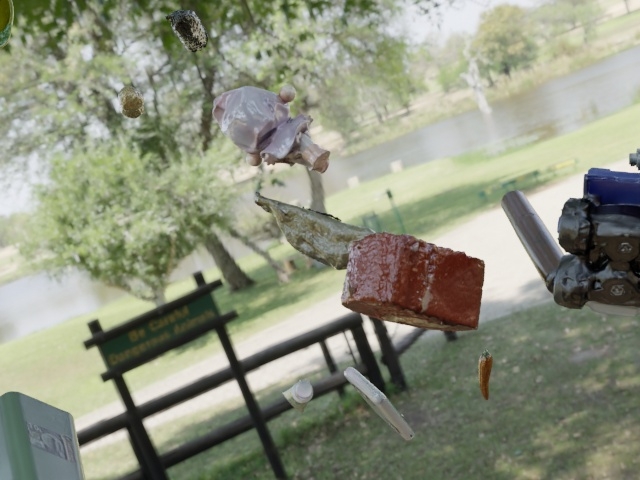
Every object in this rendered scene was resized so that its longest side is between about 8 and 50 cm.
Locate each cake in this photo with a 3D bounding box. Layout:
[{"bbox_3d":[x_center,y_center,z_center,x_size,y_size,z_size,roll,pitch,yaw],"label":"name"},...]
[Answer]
[{"bbox_3d":[0.169,0.081,1.513,0.282,0.151,0.177,15,-9,-28],"label":"cake"}]

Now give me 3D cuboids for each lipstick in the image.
[{"bbox_3d":[0.389,-0.004,1.458,0.057,0.057,0.357,-20,22,8],"label":"lipstick"}]

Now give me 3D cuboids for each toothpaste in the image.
[{"bbox_3d":[-0.056,0.392,2.010,0.055,0.058,0.314,1,-17,-7],"label":"toothpaste"}]

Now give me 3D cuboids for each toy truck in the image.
[{"bbox_3d":[0.409,-0.006,1.094,0.161,0.213,0.177,7,37,20],"label":"toy truck"}]

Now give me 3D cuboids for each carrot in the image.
[{"bbox_3d":[0.409,0.334,2.001,0.035,0.142,0.035,-1,17,0],"label":"carrot"}]

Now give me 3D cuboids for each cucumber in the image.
[{"bbox_3d":[-0.225,-0.358,1.370,0.053,0.053,0.181,-21,3,2],"label":"cucumber"}]

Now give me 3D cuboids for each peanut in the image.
[{"bbox_3d":[-0.393,-0.285,1.678,0.053,0.054,0.113,-23,-7,-12],"label":"peanut"}]

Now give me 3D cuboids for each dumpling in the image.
[{"bbox_3d":[-0.003,0.001,1.737,0.332,0.166,0.086,22,66,31],"label":"dumpling"}]

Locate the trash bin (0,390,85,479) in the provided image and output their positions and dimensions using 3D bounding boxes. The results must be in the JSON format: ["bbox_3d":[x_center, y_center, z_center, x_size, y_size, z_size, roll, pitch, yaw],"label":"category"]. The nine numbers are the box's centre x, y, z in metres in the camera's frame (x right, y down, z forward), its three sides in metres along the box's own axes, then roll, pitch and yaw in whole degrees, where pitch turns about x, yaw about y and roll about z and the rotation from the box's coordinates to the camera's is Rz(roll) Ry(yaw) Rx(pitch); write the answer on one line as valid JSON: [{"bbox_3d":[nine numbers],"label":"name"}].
[{"bbox_3d":[-0.509,0.453,1.380,0.223,0.158,0.343,-53,36,2],"label":"trash bin"}]

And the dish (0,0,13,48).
[{"bbox_3d":[-0.611,-0.380,1.409,0.148,0.208,0.080,-15,-18,-22],"label":"dish"}]

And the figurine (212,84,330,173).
[{"bbox_3d":[-0.102,-0.233,1.727,0.200,0.275,0.133,-61,-10,22],"label":"figurine"}]

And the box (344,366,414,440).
[{"bbox_3d":[0.153,0.422,2.067,0.044,0.285,0.142,-47,52,-9],"label":"box"}]
